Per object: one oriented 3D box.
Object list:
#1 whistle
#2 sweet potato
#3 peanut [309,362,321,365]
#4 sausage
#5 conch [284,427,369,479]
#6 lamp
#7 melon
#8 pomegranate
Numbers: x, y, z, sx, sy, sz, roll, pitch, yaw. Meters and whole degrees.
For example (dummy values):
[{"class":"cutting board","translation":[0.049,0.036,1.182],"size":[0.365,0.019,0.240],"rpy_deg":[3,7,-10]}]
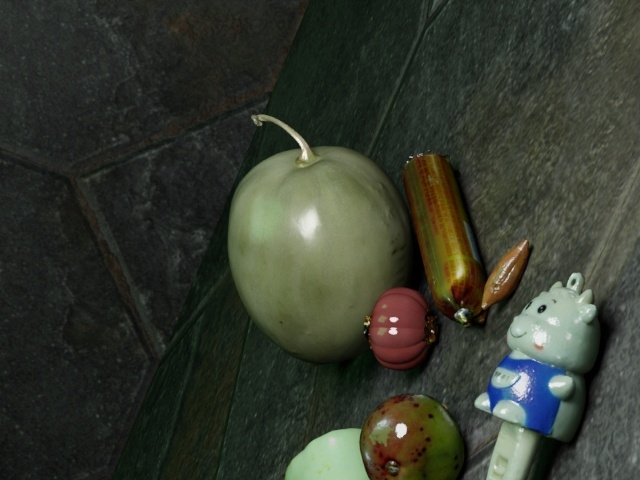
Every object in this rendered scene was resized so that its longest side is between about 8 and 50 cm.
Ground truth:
[{"class":"whistle","translation":[0.210,0.145,1.533],"size":[0.110,0.092,0.244],"rpy_deg":[19,88,65]},{"class":"sweet potato","translation":[0.214,0.040,1.789],"size":[0.095,0.034,0.034],"rpy_deg":[-56,17,9]},{"class":"peanut","translation":[0.025,0.098,2.268],"size":[0.090,0.099,0.214],"rpy_deg":[-104,35,-55]},{"class":"sausage","translation":[0.160,0.003,1.957],"size":[0.371,0.082,0.082],"rpy_deg":[-97,31,-59]},{"class":"conch","translation":[0.043,0.331,1.812],"size":[0.250,0.137,0.143],"rpy_deg":[-113,28,-43]},{"class":"lamp","translation":[0.102,0.112,1.973],"size":[0.107,0.092,0.107],"rpy_deg":[2,-90,-74]},{"class":"melon","translation":[0.002,0.013,2.075],"size":[0.308,0.272,0.271],"rpy_deg":[85,-171,-49]},{"class":"pomegranate","translation":[0.102,0.232,1.761],"size":[0.130,0.130,0.130],"rpy_deg":[-160,90,-76]}]
